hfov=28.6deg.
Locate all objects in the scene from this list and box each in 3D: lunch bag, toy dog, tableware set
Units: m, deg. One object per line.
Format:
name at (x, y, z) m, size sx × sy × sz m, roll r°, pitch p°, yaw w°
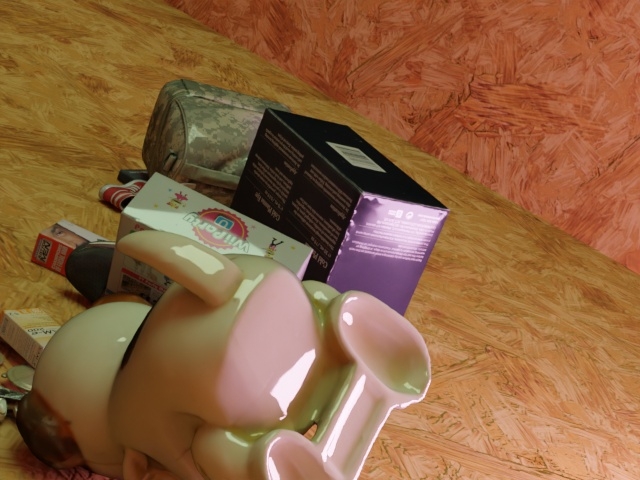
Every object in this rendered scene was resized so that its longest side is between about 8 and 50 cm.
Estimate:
lunch bag at (-0.173, -0.153, 2.359) m, size 0.305 × 0.213 × 0.256 m, roll 13°, pitch 20°, yaw -25°
toy dog at (-0.158, 0.171, 1.380) m, size 0.408 × 0.285 × 0.395 m, roll -11°, pitch -42°, yaw 44°
tableware set at (-0.386, 0.155, 1.628) m, size 0.168 × 0.020 × 0.141 m, roll 27°, pitch 18°, yaw 20°

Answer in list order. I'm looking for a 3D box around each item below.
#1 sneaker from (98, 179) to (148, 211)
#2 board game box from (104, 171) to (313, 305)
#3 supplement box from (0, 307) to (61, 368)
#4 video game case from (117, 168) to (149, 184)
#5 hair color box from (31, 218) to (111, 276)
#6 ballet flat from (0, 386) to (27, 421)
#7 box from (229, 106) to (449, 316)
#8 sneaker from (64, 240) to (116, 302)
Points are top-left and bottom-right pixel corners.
sneaker at (-0.343, -0.080, 2.305) m, size 0.067 × 0.042 × 0.118 m, roll 30°, pitch 27°, yaw 33°
board game box at (-0.159, 0.093, 1.587) m, size 0.224 × 0.303 × 0.097 m, roll 26°, pitch 43°, yaw 6°
supplement box at (-0.369, 0.127, 1.636) m, size 0.098 × 0.036 × 0.062 m, roll 34°, pitch 21°, yaw 34°
video game case at (-0.235, -0.069, 2.432) m, size 0.274 × 0.026 × 0.196 m, roll 32°, pitch 20°, yaw 29°
hair color box at (-0.355, 0.031, 1.962) m, size 0.167 × 0.053 × 0.093 m, roll 23°, pitch 19°, yaw 6°
ballet flat at (-0.368, 0.199, 1.497) m, size 0.114 × 0.041 × 0.041 m, roll 14°, pitch 20°, yaw -21°
box at (0.000, 0.000, 2.048) m, size 0.179 × 0.313 × 0.343 m, roll 10°, pitch 23°, yaw -35°
sneaker at (-0.258, 0.099, 1.805) m, size 0.281 × 0.106 × 0.162 m, roll 24°, pitch 21°, yaw 3°
